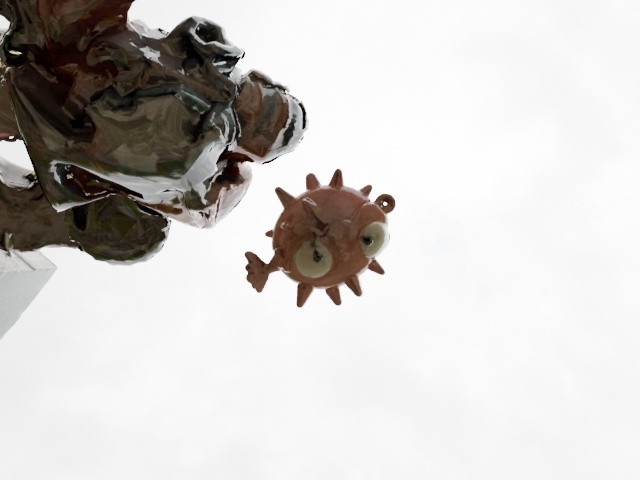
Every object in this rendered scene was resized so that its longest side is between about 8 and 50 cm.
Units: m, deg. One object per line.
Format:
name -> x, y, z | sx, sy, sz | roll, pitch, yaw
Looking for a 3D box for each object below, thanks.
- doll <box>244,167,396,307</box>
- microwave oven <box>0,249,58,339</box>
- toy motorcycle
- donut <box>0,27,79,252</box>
doll -> 0.000, 0.000, 0.879 | 0.262, 0.093, 0.211 | -22, -94, 3
microwave oven -> -0.758, 0.101, 0.990 | 0.236, 0.432, 0.374 | 41, -87, 5
toy motorcycle -> -0.122, -0.149, 0.361 | 0.207, 0.134, 0.401 | -5, -55, 4
donut -> -0.464, -0.124, 0.816 | 0.259, 0.136, 0.345 | -14, -51, 8
